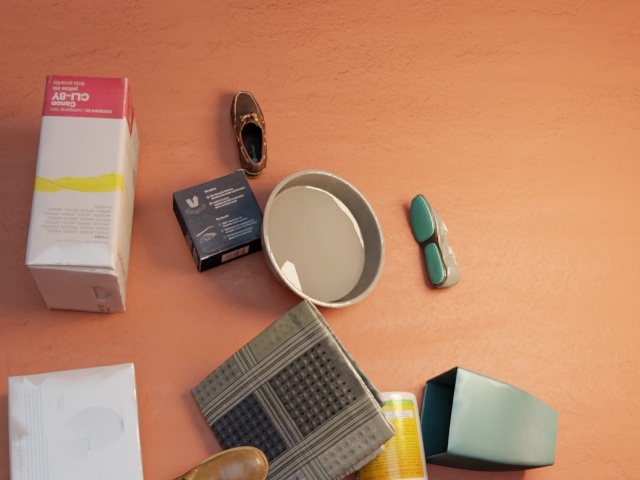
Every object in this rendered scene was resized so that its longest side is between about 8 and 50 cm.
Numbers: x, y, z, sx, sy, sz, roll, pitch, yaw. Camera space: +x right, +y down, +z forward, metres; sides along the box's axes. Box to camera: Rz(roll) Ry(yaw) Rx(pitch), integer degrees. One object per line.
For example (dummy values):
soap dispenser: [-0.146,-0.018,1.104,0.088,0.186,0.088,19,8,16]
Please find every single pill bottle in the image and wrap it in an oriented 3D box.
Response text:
pill bottle: [0.131,0.420,1.687,0.136,0.136,0.246,-3,70,-10]

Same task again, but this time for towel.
towel: [-0.051,0.320,1.670,0.324,0.056,0.312,-39,73,16]

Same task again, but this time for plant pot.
plant pot: [0.330,0.366,1.732,0.234,0.166,0.166,16,68,-11]

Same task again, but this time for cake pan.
cake pan: [0.000,0.000,1.820,0.293,0.054,0.293,12,67,-30]

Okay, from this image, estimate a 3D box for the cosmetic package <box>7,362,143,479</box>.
cosmetic package: [-0.443,0.357,1.623,0.224,0.138,0.224,-4,70,-12]

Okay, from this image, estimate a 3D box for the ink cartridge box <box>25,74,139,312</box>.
ink cartridge box: [-0.448,-0.081,1.712,0.160,0.279,0.385,2,69,-7]

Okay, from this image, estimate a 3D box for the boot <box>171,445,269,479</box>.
boot: [-0.234,0.464,1.603,0.305,0.115,0.112,-25,74,-7]

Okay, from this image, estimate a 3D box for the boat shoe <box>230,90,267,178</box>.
boat shoe: [-0.151,-0.239,1.930,0.073,0.073,0.207,-9,70,-11]

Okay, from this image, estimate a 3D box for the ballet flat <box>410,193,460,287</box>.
ballet flat: [0.248,0.002,1.912,0.068,0.072,0.213,1,67,-38]

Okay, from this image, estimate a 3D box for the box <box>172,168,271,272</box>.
box: [-0.205,-0.040,1.834,0.155,0.093,0.158,-20,75,-16]
